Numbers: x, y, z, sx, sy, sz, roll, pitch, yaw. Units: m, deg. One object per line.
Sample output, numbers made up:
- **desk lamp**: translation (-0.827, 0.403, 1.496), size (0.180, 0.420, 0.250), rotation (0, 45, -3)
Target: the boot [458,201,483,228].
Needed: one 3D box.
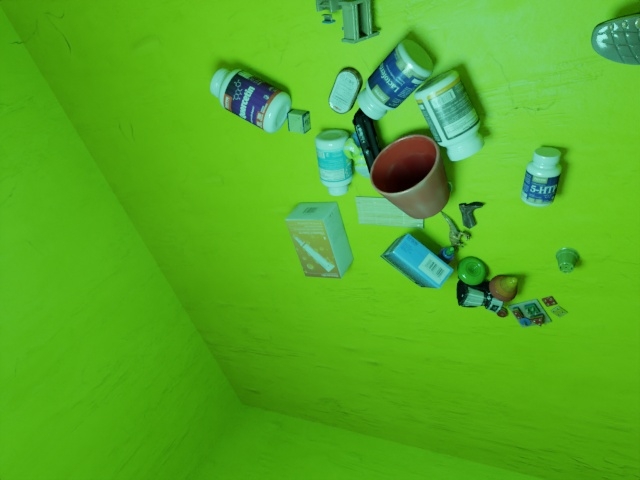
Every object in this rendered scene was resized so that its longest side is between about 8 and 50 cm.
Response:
- **boot**: translation (0.620, -0.099, 1.810), size (0.106, 0.037, 0.114), rotation (5, 125, 46)

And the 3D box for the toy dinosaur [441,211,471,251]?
- **toy dinosaur**: translation (0.568, -0.026, 1.884), size (0.112, 0.064, 0.211), rotation (1, 124, 33)

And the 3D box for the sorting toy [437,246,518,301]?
- **sorting toy**: translation (0.674, 0.122, 1.865), size (0.365, 0.127, 0.126), rotation (29, 159, 9)

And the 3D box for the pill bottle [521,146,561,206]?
- **pill bottle**: translation (0.775, -0.224, 1.559), size (0.112, 0.112, 0.187), rotation (12, 130, 25)

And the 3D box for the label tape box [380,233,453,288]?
- **label tape box**: translation (0.420, 0.099, 2.013), size (0.249, 0.115, 0.347), rotation (38, 176, 1)

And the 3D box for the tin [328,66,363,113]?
- **tin**: translation (0.095, -0.586, 1.755), size (0.106, 0.040, 0.190), rotation (35, 136, 9)

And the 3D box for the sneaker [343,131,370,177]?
- **sneaker**: translation (0.186, -0.360, 1.847), size (0.091, 0.126, 0.240), rotation (14, 163, 35)

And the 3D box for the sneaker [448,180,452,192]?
- **sneaker**: translation (0.479, -0.168, 1.811), size (0.058, 0.084, 0.152), rotation (35, 135, 4)

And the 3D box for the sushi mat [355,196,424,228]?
- **sushi mat**: translation (0.310, -0.125, 2.001), size (0.316, 0.019, 0.151), rotation (6, 126, 29)

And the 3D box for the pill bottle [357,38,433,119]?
- **pill bottle**: translation (0.258, -0.563, 1.586), size (0.153, 0.153, 0.264), rotation (44, 136, -6)

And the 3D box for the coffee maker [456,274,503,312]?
- **coffee maker**: translation (0.700, 0.220, 1.953), size (0.178, 0.171, 0.120), rotation (13, 157, -4)

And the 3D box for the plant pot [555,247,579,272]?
- **plant pot**: translation (0.949, 0.084, 1.719), size (0.083, 0.079, 0.083), rotation (18, 133, 21)

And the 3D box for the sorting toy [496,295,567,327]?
- **sorting toy**: translation (0.925, 0.330, 1.957), size (0.274, 0.046, 0.132), rotation (-26, 109, 42)

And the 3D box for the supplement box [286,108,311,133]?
- **supplement box**: translation (-0.092, -0.512, 1.917), size (0.083, 0.056, 0.083), rotation (15, 131, 23)

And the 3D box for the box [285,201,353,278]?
- **box**: translation (0.000, 0.000, 2.190), size (0.215, 0.168, 0.345), rotation (1, 125, 30)

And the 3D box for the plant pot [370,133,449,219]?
- **plant pot**: translation (0.361, -0.223, 1.704), size (0.275, 0.275, 0.243), rotation (-4, 149, 34)

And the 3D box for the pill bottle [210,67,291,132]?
- **pill bottle**: translation (-0.298, -0.601, 1.887), size (0.323, 0.181, 0.181), rotation (30, 135, 9)

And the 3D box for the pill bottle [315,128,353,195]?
- **pill bottle**: translation (0.063, -0.327, 1.904), size (0.146, 0.146, 0.264), rotation (11, 130, 25)

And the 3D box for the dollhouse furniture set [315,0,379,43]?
- **dollhouse furniture set**: translation (0.097, -0.779, 1.557), size (0.184, 0.129, 0.129), rotation (32, 142, 42)

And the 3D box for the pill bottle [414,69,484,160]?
- **pill bottle**: translation (0.457, -0.431, 1.560), size (0.162, 0.162, 0.278), rotation (-16, 115, 40)

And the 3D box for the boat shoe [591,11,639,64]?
- **boat shoe**: translation (0.922, -0.554, 1.189), size (0.355, 0.130, 0.132), rotation (8, 132, 20)

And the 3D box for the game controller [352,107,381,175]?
- **game controller**: translation (0.202, -0.366, 1.770), size (0.067, 0.166, 0.319), rotation (-12, 118, 18)
